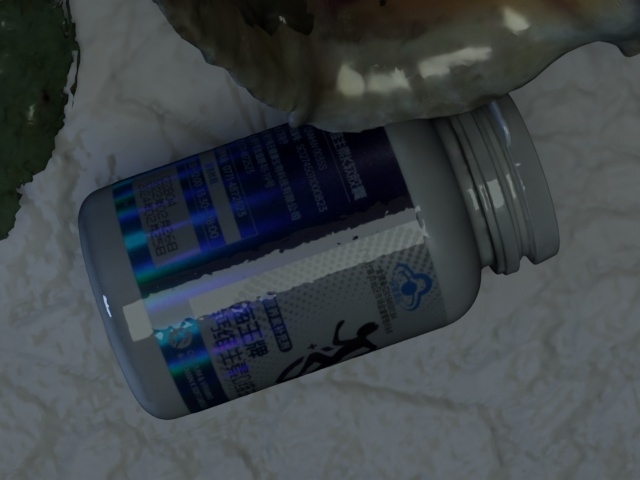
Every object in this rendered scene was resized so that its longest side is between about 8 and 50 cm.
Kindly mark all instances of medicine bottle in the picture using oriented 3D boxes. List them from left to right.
[{"bbox_3d":[0.000,0.000,0.733,0.191,0.107,0.107,-19,107,-1],"label":"medicine bottle"}]

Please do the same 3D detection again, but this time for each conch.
[{"bbox_3d":[0.053,-0.189,0.630,0.297,0.210,0.352,-39,133,8],"label":"conch"}]

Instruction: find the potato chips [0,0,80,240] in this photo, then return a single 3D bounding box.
[{"bbox_3d":[-0.203,-0.106,0.706,0.228,0.059,0.167,29,110,-13],"label":"potato chips"}]
